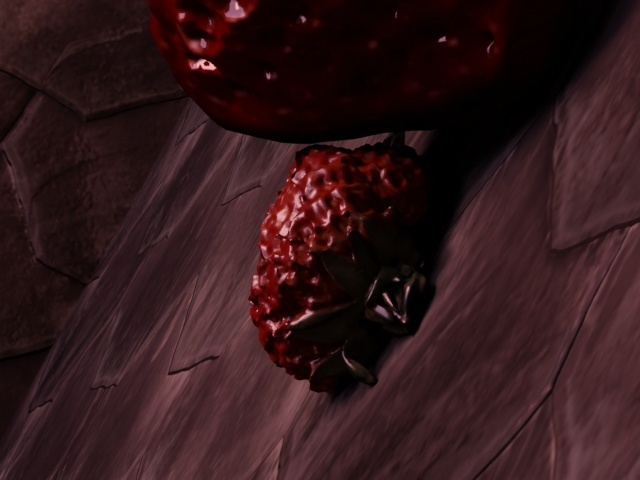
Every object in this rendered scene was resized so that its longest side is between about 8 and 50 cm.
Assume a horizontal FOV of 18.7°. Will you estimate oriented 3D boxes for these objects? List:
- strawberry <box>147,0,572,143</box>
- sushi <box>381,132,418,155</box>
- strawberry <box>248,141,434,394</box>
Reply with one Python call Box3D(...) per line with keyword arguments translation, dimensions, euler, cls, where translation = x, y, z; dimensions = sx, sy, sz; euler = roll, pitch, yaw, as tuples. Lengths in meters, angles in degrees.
Box3D(translation=(0.042, -0.216, 1.440), dimensions=(0.295, 0.345, 0.317), euler=(-14, -64, -56), cls="strawberry")
Box3D(translation=(0.049, -0.023, 1.580), dimensions=(0.120, 0.026, 0.126), euler=(-52, 21, 35), cls="sushi")
Box3D(translation=(0.000, 0.000, 1.466), dimensions=(0.188, 0.106, 0.286), euler=(-59, 17, 12), cls="strawberry")
